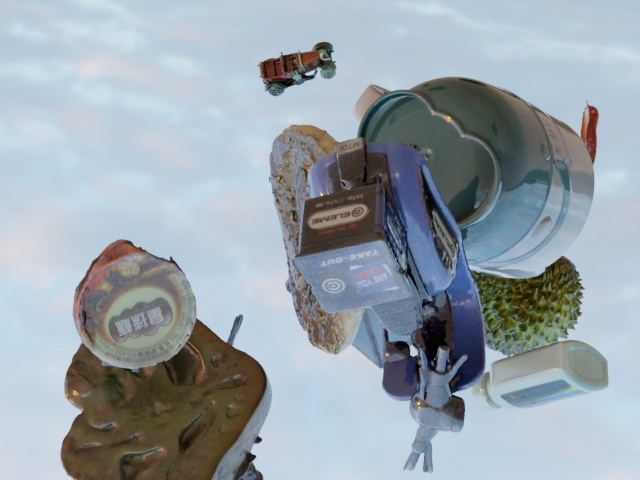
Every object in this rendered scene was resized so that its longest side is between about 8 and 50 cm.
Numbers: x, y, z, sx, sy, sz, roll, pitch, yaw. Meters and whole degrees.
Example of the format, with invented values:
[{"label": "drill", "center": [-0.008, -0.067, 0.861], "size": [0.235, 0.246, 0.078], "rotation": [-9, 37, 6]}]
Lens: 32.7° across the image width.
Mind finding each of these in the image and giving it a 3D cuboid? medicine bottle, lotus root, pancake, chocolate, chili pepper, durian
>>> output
[{"label": "medicine bottle", "center": [0.352, 0.230, 1.808], "size": [0.121, 0.083, 0.229], "rotation": [21, 151, -33]}, {"label": "lotus root", "center": [-0.269, 0.299, 1.910], "size": [0.374, 0.111, 0.391], "rotation": [-15, -121, -2]}, {"label": "pancake", "center": [-0.002, 0.000, 1.634], "size": [0.065, 0.356, 0.356], "rotation": [-7, -153, -17]}, {"label": "chocolate", "center": [-0.319, 0.098, 1.841], "size": [0.221, 0.221, 0.147], "rotation": [1, -166, -15]}, {"label": "chili pepper", "center": [0.510, -0.182, 2.076], "size": [0.027, 0.178, 0.045], "rotation": [8, 171, -6]}, {"label": "durian", "center": [0.375, 0.109, 2.108], "size": [0.291, 0.225, 0.291], "rotation": [27, 180, 0]}]

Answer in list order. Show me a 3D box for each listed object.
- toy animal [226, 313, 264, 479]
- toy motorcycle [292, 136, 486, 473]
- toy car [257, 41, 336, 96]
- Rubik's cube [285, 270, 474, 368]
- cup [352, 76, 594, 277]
[{"label": "toy animal", "center": [-0.225, 0.344, 2.191], "size": [0.205, 0.367, 0.081], "rotation": [-9, -179, -13]}, {"label": "toy motorcycle", "center": [0.080, 0.059, 1.051], "size": [0.125, 0.358, 0.213], "rotation": [-12, -134, 19]}, {"label": "toy car", "center": [-0.042, -0.319, 2.007], "size": [0.143, 0.054, 0.073], "rotation": [-16, -119, 13]}, {"label": "Rubik's cube", "center": [0.129, 0.033, 1.950], "size": [0.259, 0.260, 0.255], "rotation": [39, -130, 6]}, {"label": "cup", "center": [0.164, -0.093, 1.315], "size": [0.289, 0.219, 0.257], "rotation": [43, -164, 31]}]
